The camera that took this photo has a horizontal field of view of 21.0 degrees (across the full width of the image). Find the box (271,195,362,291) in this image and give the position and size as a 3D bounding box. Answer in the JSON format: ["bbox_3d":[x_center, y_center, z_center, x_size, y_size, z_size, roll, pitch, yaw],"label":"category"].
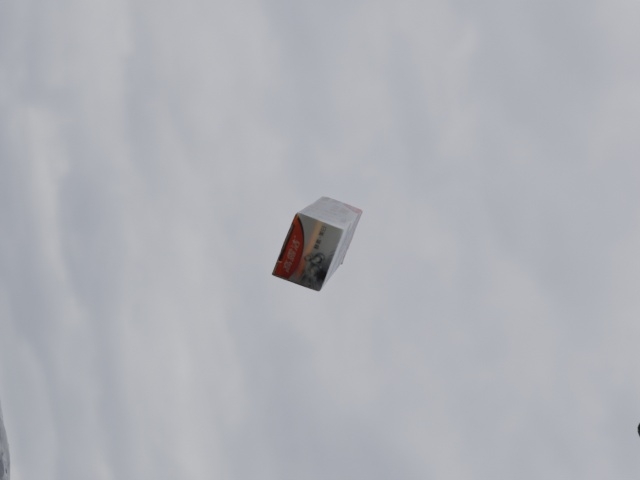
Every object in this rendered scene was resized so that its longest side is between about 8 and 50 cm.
[{"bbox_3d":[0.000,0.000,1.364,0.218,0.039,0.055,-46,157,-82],"label":"box"}]

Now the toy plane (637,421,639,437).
[{"bbox_3d":[0.386,0.203,1.505,0.078,0.169,0.246,-57,-158,-2],"label":"toy plane"}]

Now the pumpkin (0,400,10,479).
[{"bbox_3d":[-0.348,0.131,1.098,0.315,0.315,0.238,62,-35,40],"label":"pumpkin"}]
